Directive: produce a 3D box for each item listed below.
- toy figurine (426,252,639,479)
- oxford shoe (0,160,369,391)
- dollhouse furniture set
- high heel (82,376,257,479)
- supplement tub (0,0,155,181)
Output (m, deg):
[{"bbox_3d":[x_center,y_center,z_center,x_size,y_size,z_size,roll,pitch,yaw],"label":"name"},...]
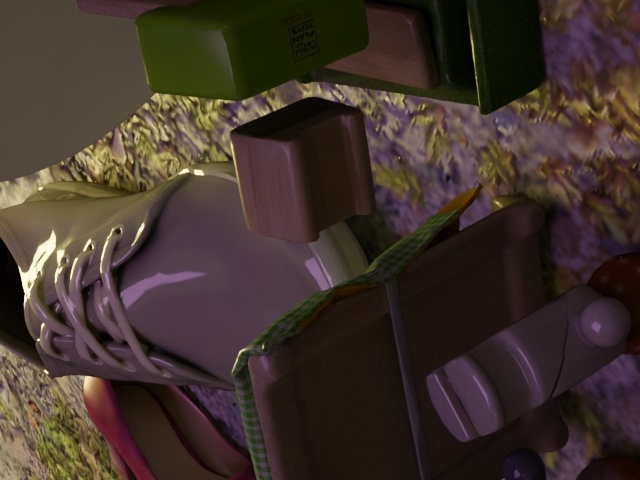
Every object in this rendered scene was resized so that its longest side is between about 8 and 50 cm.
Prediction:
[{"bbox_3d":[0.160,0.122,0.677,0.209,0.148,0.213,34,140,47],"label":"toy figurine"},{"bbox_3d":[-0.123,0.037,1.023,0.449,0.130,0.169,5,114,52],"label":"oxford shoe"},{"bbox_3d":[0.000,0.000,0.754,0.151,0.197,0.302,18,126,47],"label":"dollhouse furniture set"},{"bbox_3d":[-0.102,0.147,1.127,0.244,0.082,0.117,24,129,55],"label":"high heel"},{"bbox_3d":[-0.239,-0.222,0.895,0.331,0.241,0.241,51,146,18],"label":"supplement tub"}]
